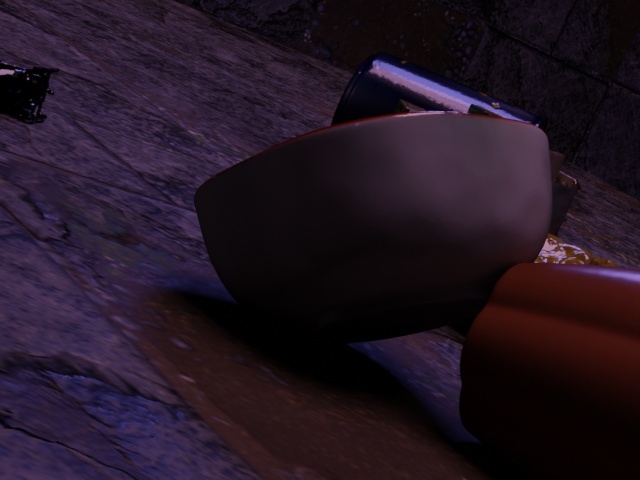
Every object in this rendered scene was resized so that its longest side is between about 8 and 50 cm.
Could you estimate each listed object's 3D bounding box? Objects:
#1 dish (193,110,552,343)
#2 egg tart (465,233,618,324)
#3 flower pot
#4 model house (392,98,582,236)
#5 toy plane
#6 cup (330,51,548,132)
[{"bbox_3d":[0.045,0.002,1.158,0.256,0.117,0.256,-9,-13,-2],"label":"dish"},{"bbox_3d":[0.181,0.035,1.563,0.241,0.106,0.241,22,11,-4],"label":"egg tart"},{"bbox_3d":[0.194,0.095,1.087,0.173,0.190,0.190,21,6,32],"label":"flower pot"},{"bbox_3d":[0.147,-0.072,1.869,0.206,0.178,0.271,29,13,30],"label":"model house"},{"bbox_3d":[-0.294,-0.144,1.490,0.078,0.053,0.197,18,8,7],"label":"toy plane"},{"bbox_3d":[0.147,-0.108,2.234,0.256,0.255,0.178,25,47,12],"label":"cup"}]
